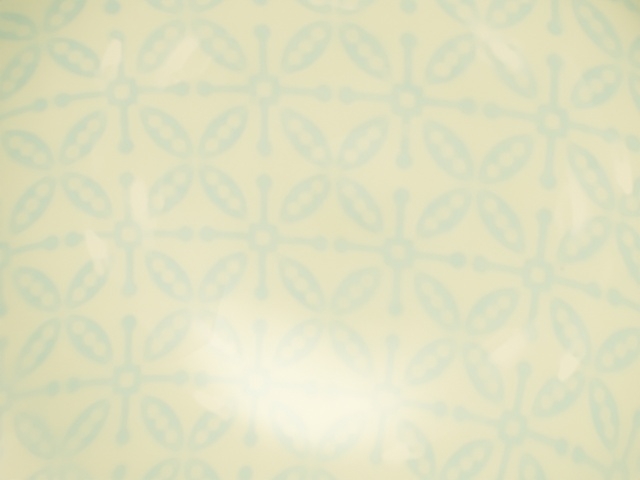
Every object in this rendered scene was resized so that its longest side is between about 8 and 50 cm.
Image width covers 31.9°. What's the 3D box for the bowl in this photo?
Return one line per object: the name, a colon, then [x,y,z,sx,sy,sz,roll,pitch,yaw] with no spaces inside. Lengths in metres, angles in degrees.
bowl: [0.000,0.000,0.335,0.289,0.156,0.290,5,109,13]
